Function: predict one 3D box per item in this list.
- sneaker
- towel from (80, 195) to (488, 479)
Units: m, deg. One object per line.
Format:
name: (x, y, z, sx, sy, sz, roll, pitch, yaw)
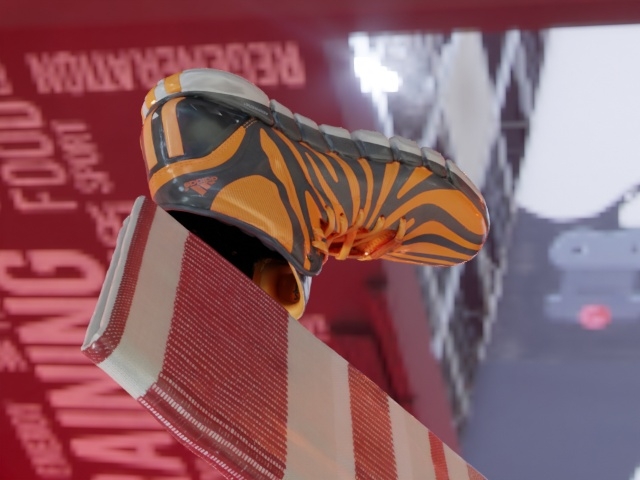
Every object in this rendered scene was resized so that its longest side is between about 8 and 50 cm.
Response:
sneaker: (0.000, 0.000, 1.357, 0.321, 0.124, 0.180, 18, -135, -27)
towel: (0.006, 0.121, 0.970, 0.329, 0.037, 0.237, 41, -167, -13)
